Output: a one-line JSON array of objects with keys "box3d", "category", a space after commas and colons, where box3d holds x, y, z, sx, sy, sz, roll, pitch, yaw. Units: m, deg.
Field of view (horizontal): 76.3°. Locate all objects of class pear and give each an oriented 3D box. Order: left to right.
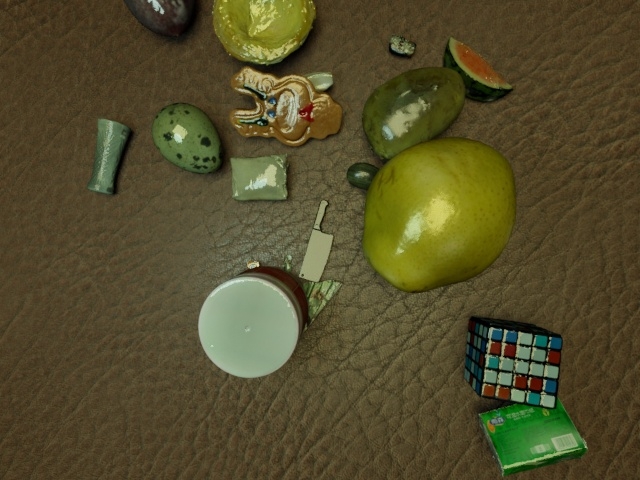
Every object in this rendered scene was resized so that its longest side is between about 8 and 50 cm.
[{"box3d": [0.285, -0.065, 1.024, 0.362, 0.362, 0.418, 37, 88, 7], "category": "pear"}]

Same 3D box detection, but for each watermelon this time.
[{"box3d": [0.130, -0.186, 1.178, 0.110, 0.078, 0.078, 13, 89, 1], "category": "watermelon"}, {"box3d": [0.440, -0.487, 1.175, 0.119, 0.063, 0.245, -42, 78, -16], "category": "watermelon"}]

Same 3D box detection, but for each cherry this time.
[{"box3d": [-0.488, -0.749, 1.226, 0.213, 0.183, 0.266, -26, 100, 13], "category": "cherry"}]

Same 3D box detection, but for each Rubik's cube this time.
[{"box3d": [0.491, 0.307, 1.061, 0.183, 0.182, 0.187, 5, 87, 8], "category": "Rubik's cube"}]

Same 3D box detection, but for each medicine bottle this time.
[{"box3d": [-0.166, 0.203, 1.090, 0.252, 0.241, 0.253, 0, 93, 5], "category": "medicine bottle"}]

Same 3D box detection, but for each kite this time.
[{"box3d": [-0.089, 0.177, 1.217, 0.322, 0.013, 0.268, -7, 87, 8], "category": "kite"}]

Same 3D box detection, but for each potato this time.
[{"box3d": [0.255, -0.357, 1.126, 0.307, 0.173, 0.210, -30, 77, 2], "category": "potato"}]

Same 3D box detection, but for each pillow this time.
[{"box3d": [-0.185, -0.185, 1.214, 0.181, 0.078, 0.134, 0, 87, 7], "category": "pillow"}]

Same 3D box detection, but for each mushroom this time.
[{"box3d": [-0.065, -0.461, 1.214, 0.209, 0.071, 0.084, -10, 119, 6], "category": "mushroom"}]

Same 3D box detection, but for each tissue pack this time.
[{"box3d": [0.547, 0.518, 1.074, 0.208, 0.156, 0.148, -20, 49, 6], "category": "tissue pack"}]

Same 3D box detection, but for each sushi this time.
[{"box3d": [0.239, -0.570, 1.203, 0.083, 0.044, 0.046, 23, 89, 9], "category": "sushi"}]

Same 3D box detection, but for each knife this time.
[{"box3d": [0.000, 0.000, 1.208, 0.072, 0.019, 0.246, 14, 86, 5], "category": "knife"}]

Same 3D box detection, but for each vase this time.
[{"box3d": [-0.663, -0.256, 1.266, 0.096, 0.096, 0.220, 13, 92, 7], "category": "vase"}]

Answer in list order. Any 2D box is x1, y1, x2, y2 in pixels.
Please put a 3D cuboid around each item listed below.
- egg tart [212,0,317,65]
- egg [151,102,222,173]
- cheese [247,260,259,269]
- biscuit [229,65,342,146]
[{"box3d": [-0.163, -0.659, 1.216, 0.314, 0.120, 0.315, 0, 88, 5], "category": "egg tart"}, {"box3d": [-0.383, -0.293, 1.195, 0.177, 0.177, 0.228, -43, 100, 3], "category": "egg"}, {"box3d": [-0.203, 0.117, 1.221, 0.047, 0.017, 0.111, 0, 87, 7], "category": "cheese"}, {"box3d": [-0.101, -0.382, 1.188, 0.333, 0.047, 0.202, 10, 114, -4], "category": "biscuit"}]
